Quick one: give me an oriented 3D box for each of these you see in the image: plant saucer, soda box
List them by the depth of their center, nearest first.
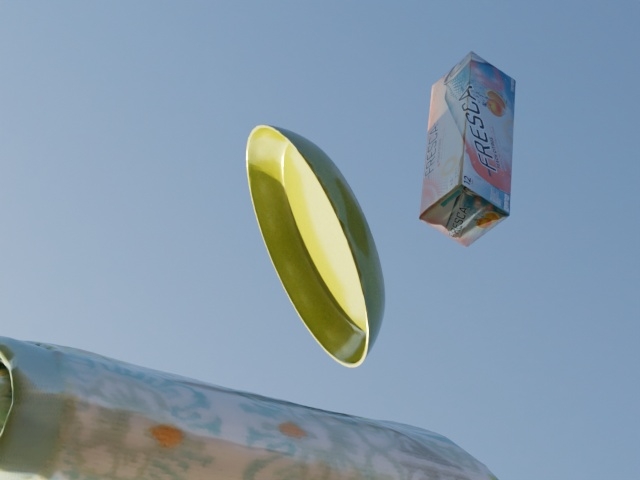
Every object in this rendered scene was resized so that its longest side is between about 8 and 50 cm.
[{"bbox_3d":[0.136,-0.085,1.354,0.058,0.183,0.063,30,-47,-22],"label":"soda box"},{"bbox_3d":[0.000,0.000,1.376,0.037,0.241,0.241,-23,-100,-17],"label":"plant saucer"}]

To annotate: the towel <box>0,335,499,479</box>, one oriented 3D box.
[{"bbox_3d":[-0.116,0.123,0.950,0.374,0.321,0.090,-2,-103,59],"label":"towel"}]
